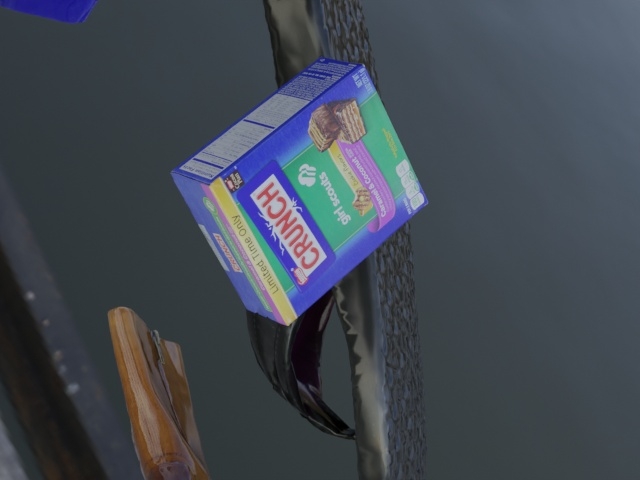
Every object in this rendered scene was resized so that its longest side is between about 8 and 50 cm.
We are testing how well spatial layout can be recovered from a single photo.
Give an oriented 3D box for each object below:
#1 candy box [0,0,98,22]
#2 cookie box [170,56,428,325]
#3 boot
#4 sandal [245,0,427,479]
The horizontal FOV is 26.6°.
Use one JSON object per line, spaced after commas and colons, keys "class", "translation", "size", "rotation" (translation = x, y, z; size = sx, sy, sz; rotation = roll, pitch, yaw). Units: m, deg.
{"class": "candy box", "translation": [-0.067, -0.267, 0.378], "size": [0.122, 0.268, 0.317], "rotation": [11, 65, -25]}
{"class": "cookie box", "translation": [-0.008, -0.026, 0.691], "size": [0.107, 0.040, 0.092], "rotation": [-40, 121, -22]}
{"class": "boot", "translation": [-0.125, 0.185, 1.122], "size": [0.264, 0.096, 0.280], "rotation": [46, 29, -70]}
{"class": "sandal", "translation": [0.000, -0.002, 0.976], "size": [0.167, 0.107, 0.445], "rotation": [-18, 99, -74]}
